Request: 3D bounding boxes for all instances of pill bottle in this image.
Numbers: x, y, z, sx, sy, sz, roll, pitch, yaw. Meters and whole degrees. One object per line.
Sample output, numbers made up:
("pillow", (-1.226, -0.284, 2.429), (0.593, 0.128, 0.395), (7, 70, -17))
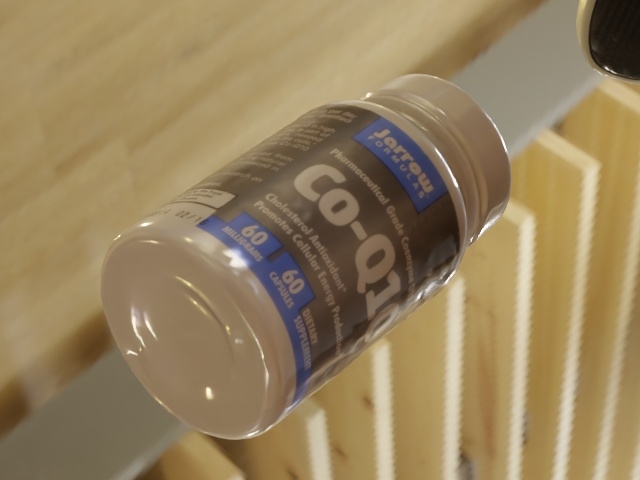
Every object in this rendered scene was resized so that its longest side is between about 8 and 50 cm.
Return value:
("pill bottle", (0.000, 0.000, 0.563), (0.137, 0.078, 0.078), (-36, -32, -39))

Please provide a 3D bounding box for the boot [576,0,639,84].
("boot", (0.212, -0.219, 0.931), (0.176, 0.088, 0.244), (-81, 9, -47))
